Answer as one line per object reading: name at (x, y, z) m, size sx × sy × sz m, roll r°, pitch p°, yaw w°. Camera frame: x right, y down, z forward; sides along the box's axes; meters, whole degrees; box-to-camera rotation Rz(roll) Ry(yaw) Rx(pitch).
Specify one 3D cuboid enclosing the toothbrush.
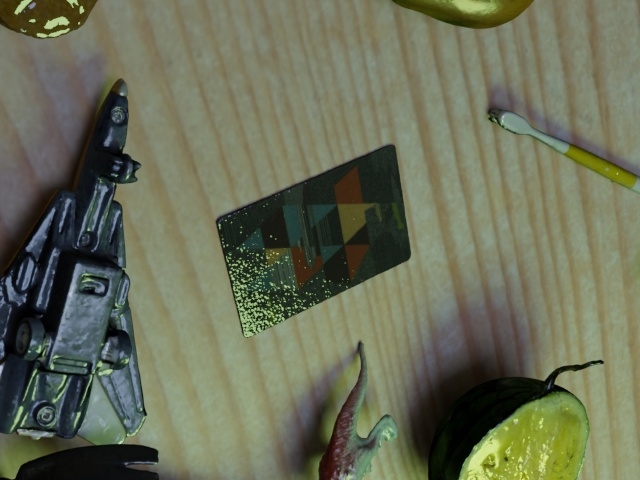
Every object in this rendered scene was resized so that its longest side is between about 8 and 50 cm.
toothbrush at (0.287, -0.099, 1.325) m, size 0.288 × 0.024 × 0.021 m, roll 19°, pitch 101°, yaw -41°

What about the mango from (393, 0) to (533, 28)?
mango at (0.137, -0.260, 1.105) m, size 0.163 × 0.089 × 0.111 m, roll 13°, pitch 103°, yaw -29°

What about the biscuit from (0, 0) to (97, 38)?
biscuit at (-0.219, -0.302, 0.868) m, size 0.257 × 0.049 × 0.273 m, roll -48°, pitch 127°, yaw -8°

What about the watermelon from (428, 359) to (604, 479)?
watermelon at (0.206, 0.238, 1.344) m, size 0.204 × 0.127 × 0.232 m, roll -10°, pitch 117°, yaw -31°

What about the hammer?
hammer at (-0.116, 0.281, 1.166) m, size 0.168 × 0.044 × 0.440 m, roll -22°, pitch 147°, yaw 29°

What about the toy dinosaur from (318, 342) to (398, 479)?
toy dinosaur at (0.024, 0.235, 1.237) m, size 0.167 × 0.053 × 0.242 m, roll -12°, pitch 109°, yaw -57°

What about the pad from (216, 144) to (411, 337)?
pad at (0.000, 0.000, 1.178) m, size 0.211 × 0.003 × 0.143 m, roll -26°, pitch 123°, yaw -24°

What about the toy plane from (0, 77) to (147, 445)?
toy plane at (-0.200, 0.022, 0.984) m, size 0.204 × 0.103 × 0.316 m, roll 13°, pitch 103°, yaw -37°
